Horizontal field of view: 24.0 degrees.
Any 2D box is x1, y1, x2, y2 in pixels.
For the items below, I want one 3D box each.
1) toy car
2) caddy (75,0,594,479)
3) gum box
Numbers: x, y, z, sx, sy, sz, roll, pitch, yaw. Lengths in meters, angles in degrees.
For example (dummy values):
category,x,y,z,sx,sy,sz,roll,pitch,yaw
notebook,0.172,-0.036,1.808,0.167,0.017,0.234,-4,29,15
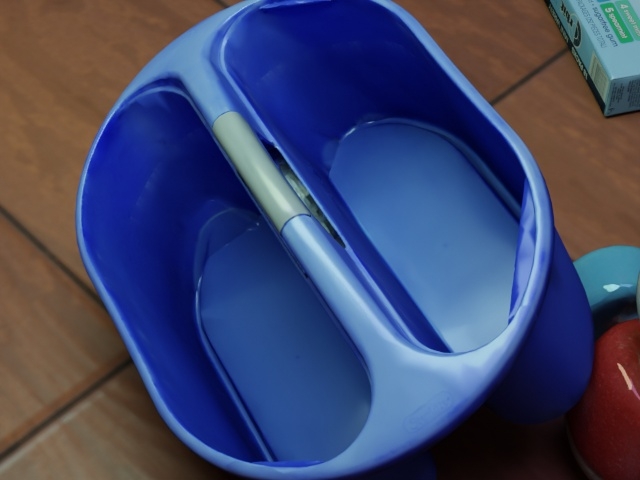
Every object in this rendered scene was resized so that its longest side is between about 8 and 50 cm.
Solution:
category,x,y,z,sx,sy,sz,roll,pitch,yaw
toy car,0.250,0.048,0.831,0.210,0.238,0.219,-6,51,-5
caddy,0.000,0.000,0.857,0.241,0.179,0.341,-38,50,4
gum box,0.276,-0.177,1.144,0.184,0.041,0.157,-10,51,-9
